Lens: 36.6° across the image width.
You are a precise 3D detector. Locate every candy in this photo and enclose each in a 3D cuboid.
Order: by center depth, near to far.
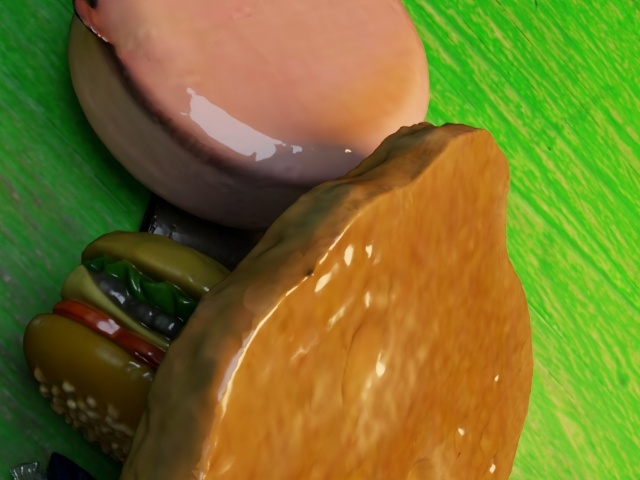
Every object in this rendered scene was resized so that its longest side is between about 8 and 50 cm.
[{"bbox_3d":[-0.051,-0.125,0.654,0.255,0.094,0.255,14,57,-23],"label":"candy"}]

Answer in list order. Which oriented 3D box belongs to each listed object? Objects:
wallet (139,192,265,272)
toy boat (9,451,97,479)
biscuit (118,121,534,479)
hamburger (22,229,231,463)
[{"bbox_3d":[0.000,0.000,0.705,0.255,0.031,0.137,27,60,-22],"label":"wallet"},{"bbox_3d":[-0.230,0.189,0.481,0.291,0.067,0.220,17,47,-18],"label":"toy boat"},{"bbox_3d":[0.012,0.141,0.546,0.385,0.062,0.365,-49,139,-35],"label":"biscuit"},{"bbox_3d":[-0.090,0.071,0.561,0.162,0.162,0.115,41,64,-13],"label":"hamburger"}]
